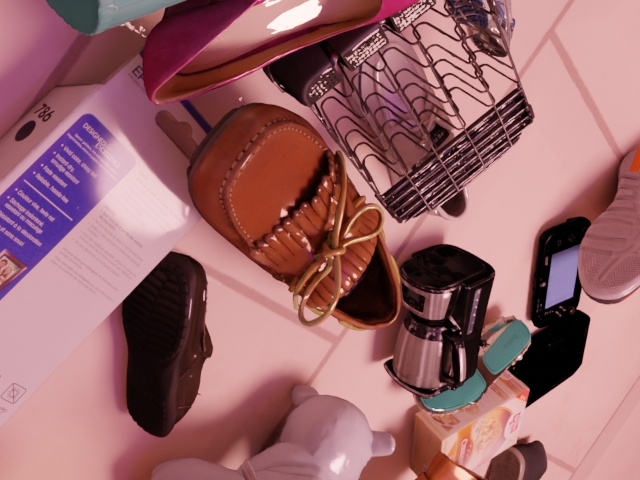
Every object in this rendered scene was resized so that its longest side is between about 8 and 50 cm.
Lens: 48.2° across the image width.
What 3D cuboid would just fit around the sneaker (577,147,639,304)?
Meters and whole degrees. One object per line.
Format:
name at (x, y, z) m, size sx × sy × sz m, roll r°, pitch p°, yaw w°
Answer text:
sneaker at (0.519, 0.011, 1.172) m, size 0.321 × 0.124 × 0.180 m, roll -53°, pitch 140°, yaw -27°

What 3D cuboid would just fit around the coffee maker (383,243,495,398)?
coffee maker at (0.171, 0.100, 0.987) m, size 0.171 × 0.120 × 0.178 m, roll -38°, pitch 140°, yaw -52°

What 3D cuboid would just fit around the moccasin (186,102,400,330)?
moccasin at (-0.002, 0.002, 0.683) m, size 0.139 × 0.147 × 0.380 m, roll -46°, pitch 151°, yaw -10°

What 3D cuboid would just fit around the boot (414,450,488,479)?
boot at (0.194, 0.460, 1.103) m, size 0.283 × 0.109 × 0.220 m, roll 41°, pitch 79°, yaw -32°

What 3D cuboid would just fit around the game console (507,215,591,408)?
game console at (0.391, 0.129, 1.226) m, size 0.213 × 0.044 × 0.362 m, roll -24°, pitch 127°, yaw -29°

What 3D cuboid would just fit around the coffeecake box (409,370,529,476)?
coffeecake box at (0.242, 0.308, 1.167) m, size 0.185 × 0.068 × 0.142 m, roll -22°, pitch 132°, yaw -25°

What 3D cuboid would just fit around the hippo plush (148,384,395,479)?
hippo plush at (-0.054, 0.276, 0.857) m, size 0.236 × 0.234 × 0.294 m, roll -51°, pitch 162°, yaw -50°

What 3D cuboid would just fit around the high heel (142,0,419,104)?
high heel at (-0.016, -0.162, 0.530) m, size 0.243 × 0.117 × 0.082 m, roll -5°, pitch 142°, yaw 8°

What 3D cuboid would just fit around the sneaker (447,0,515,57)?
sneaker at (0.190, -0.272, 0.827) m, size 0.135 × 0.052 × 0.058 m, roll 36°, pitch 79°, yaw -53°

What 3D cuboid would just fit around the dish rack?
dish rack at (0.095, -0.140, 0.691) m, size 0.208 × 0.074 × 0.271 m, roll -37°, pitch 139°, yaw 6°

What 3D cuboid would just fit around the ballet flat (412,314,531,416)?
ballet flat at (0.229, 0.198, 1.103) m, size 0.240 × 0.077 × 0.091 m, roll -26°, pitch 86°, yaw -26°

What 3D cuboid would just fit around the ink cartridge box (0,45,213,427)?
ink cartridge box at (-0.229, -0.001, 0.608) m, size 0.333 × 0.065 × 0.165 m, roll -46°, pitch 135°, yaw -8°

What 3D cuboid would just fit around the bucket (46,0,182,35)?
bucket at (-0.116, -0.269, 0.411) m, size 0.183 × 0.281 × 0.281 m, roll -34°, pitch 132°, yaw -19°

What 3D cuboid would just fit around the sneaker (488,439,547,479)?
sneaker at (0.377, 0.498, 1.396) m, size 0.118 × 0.083 × 0.222 m, roll 1°, pitch 112°, yaw -41°

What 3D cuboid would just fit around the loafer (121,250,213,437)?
loafer at (-0.152, 0.098, 0.733) m, size 0.078 × 0.080 × 0.220 m, roll -34°, pitch 146°, yaw -52°

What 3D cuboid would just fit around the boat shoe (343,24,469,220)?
boat shoe at (0.108, -0.122, 0.807) m, size 0.096 × 0.088 × 0.268 m, roll -39°, pitch 133°, yaw -17°
